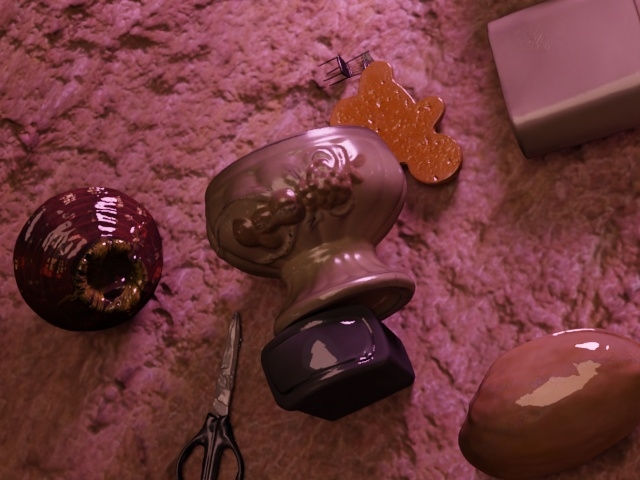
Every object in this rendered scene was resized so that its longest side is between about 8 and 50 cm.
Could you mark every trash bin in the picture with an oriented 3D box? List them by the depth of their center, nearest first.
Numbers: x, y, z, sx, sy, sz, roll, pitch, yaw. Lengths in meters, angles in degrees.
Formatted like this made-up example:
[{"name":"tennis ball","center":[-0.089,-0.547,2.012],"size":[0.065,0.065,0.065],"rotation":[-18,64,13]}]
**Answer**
[{"name":"trash bin","center":[0.026,0.177,1.739],"size":[0.176,0.236,0.101],"rotation":[-28,68,10]},{"name":"trash bin","center":[0.391,-0.259,1.808],"size":[0.247,0.121,0.243],"rotation":[-19,69,17]}]

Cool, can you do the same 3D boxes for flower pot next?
[{"name":"flower pot","center":[0.000,0.000,1.765],"size":[0.307,0.307,0.244],"rotation":[-25,72,11]}]

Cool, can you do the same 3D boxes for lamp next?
[{"name":"lamp","center":[-0.359,0.031,1.922],"size":[0.247,0.247,0.247],"rotation":[-6,73,18]}]

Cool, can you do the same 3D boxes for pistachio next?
[{"name":"pistachio","center":[0.320,0.220,1.666],"size":[0.293,0.162,0.182],"rotation":[-26,85,7]}]

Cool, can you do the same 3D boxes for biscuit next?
[{"name":"biscuit","center":[0.127,-0.170,1.916],"size":[0.158,0.035,0.240],"rotation":[-47,65,4]}]

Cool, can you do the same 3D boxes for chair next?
[{"name":"chair","center":[0.042,-0.280,1.975],"size":[0.086,0.042,0.037],"rotation":[-22,72,13]}]

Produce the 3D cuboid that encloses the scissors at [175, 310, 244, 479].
[{"name":"scissors","center":[-0.154,0.256,1.898],"size":[0.109,0.022,0.300],"rotation":[5,75,17]}]
